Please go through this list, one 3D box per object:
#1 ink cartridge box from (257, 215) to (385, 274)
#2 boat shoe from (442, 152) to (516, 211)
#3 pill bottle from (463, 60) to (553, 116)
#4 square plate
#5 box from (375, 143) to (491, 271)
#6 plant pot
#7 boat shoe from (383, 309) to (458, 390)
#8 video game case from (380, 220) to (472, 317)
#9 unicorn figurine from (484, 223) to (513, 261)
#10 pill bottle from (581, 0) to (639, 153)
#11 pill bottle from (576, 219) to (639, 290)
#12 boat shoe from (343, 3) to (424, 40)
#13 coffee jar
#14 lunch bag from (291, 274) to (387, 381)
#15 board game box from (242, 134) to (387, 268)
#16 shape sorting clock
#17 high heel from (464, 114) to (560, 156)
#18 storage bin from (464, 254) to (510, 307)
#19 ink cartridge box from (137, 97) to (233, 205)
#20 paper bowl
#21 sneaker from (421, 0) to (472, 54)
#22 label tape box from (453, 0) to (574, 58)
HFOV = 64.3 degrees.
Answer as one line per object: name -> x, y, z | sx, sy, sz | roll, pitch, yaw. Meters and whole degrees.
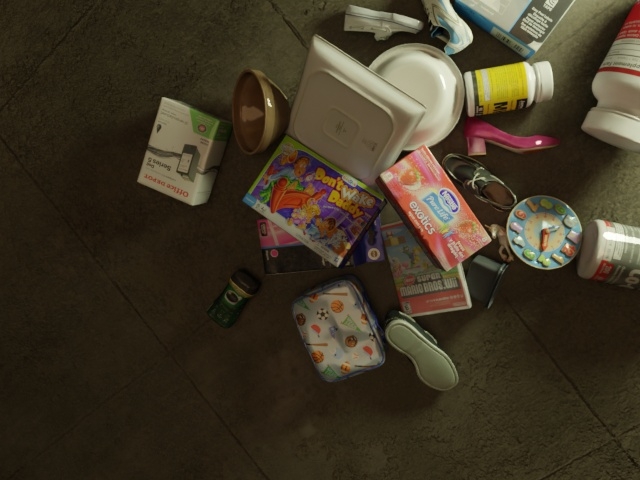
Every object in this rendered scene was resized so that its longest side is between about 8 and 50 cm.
ink cartridge box -> 0.000, 0.000, 1.541 | 0.371, 0.069, 0.175 | -6, 97, 11
boat shoe -> 0.441, -0.165, 1.409 | 0.233, 0.079, 0.084 | 38, 105, 6
pill bottle -> 0.488, -0.400, 1.337 | 0.208, 0.119, 0.119 | -7, 98, 14
square plate -> 0.066, -0.317, 1.375 | 0.344, 0.049, 0.347 | 35, 144, 6
box -> 0.287, -0.082, 1.336 | 0.142, 0.154, 0.300 | -35, 90, 1
plant pot -> -0.162, -0.365, 1.464 | 0.110, 0.237, 0.237 | -6, 101, -31
boat shoe -> 0.300, 0.322, 1.508 | 0.114, 0.091, 0.302 | -34, 109, 14
video game case -> 0.302, 0.072, 1.471 | 0.204, 0.025, 0.285 | -14, 92, 28
unicorn figurine -> 0.537, 0.003, 1.430 | 0.162, 0.060, 0.111 | -7, 88, -1
pill bottle -> 0.806, -0.425, 1.208 | 0.229, 0.229, 0.407 | 26, 104, 7
pill bottle -> 0.834, 0.051, 1.314 | 0.283, 0.161, 0.161 | 13, 102, 10
boat shoe -> 0.171, -0.589, 1.405 | 0.226, 0.083, 0.075 | 21, 115, 20
coffee jar -> -0.274, 0.183, 1.619 | 0.096, 0.079, 0.184 | 39, 106, 6
lunch bag -> 0.067, 0.268, 1.544 | 0.243, 0.115, 0.303 | -23, 93, 12
board game box -> -0.018, -0.112, 1.464 | 0.347, 0.078, 0.233 | 34, 92, 15
shape sorting clock -> 0.609, -0.023, 1.385 | 0.206, 0.040, 0.206 | 1, 81, -4
high heel -> 0.516, -0.293, 1.380 | 0.244, 0.082, 0.117 | -3, 89, 17
storage bin -> 0.465, 0.107, 1.441 | 0.091, 0.098, 0.135 | 27, 120, 24
ink cartridge box -> -0.412, -0.268, 1.556 | 0.198, 0.115, 0.273 | 23, 103, 8
paper bowl -> 0.244, -0.386, 1.380 | 0.284, 0.148, 0.284 | 2, 98, 13
sneaker -> 0.308, -0.592, 1.336 | 0.086, 0.085, 0.237 | -27, 71, 4
label tape box -> 0.542, -0.683, 1.284 | 0.249, 0.115, 0.347 | 36, 106, 5
